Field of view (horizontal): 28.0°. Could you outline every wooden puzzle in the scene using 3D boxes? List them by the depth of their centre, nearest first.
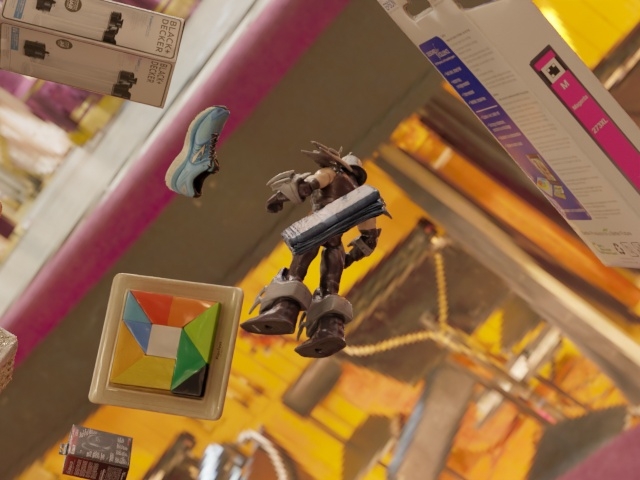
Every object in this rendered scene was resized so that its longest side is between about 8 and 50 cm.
[{"bbox_3d":[-0.254,0.169,2.090,0.044,0.239,0.221,49,-132,-69],"label":"wooden puzzle"}]

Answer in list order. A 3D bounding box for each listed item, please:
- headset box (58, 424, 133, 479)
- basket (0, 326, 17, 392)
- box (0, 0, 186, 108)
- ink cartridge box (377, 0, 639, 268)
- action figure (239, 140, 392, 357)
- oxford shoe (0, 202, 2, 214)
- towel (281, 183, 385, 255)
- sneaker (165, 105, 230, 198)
[{"bbox_3d":[-0.268,0.254,1.523,0.062,0.083,0.032,-100,26,-63],"label":"headset box"},{"bbox_3d":[-0.507,0.192,1.760,0.167,0.113,0.103,-56,-10,-42],"label":"basket"},{"bbox_3d":[-0.380,-0.323,2.119,0.169,0.290,0.087,125,155,-63],"label":"box"},{"bbox_3d":[0.208,-0.123,1.214,0.069,0.371,0.176,-45,8,-8],"label":"ink cartridge box"},{"bbox_3d":[0.000,0.000,1.619,0.099,0.185,0.285,-20,43,48],"label":"action figure"},{"bbox_3d":[-0.532,0.037,1.645,0.397,0.140,0.146,-25,52,57],"label":"oxford shoe"},{"bbox_3d":[0.015,-0.022,1.466,0.119,0.029,0.067,-30,17,-4],"label":"towel"},{"bbox_3d":[-0.180,-0.139,2.044,0.063,0.073,0.162,-2,-58,-62],"label":"sneaker"}]
